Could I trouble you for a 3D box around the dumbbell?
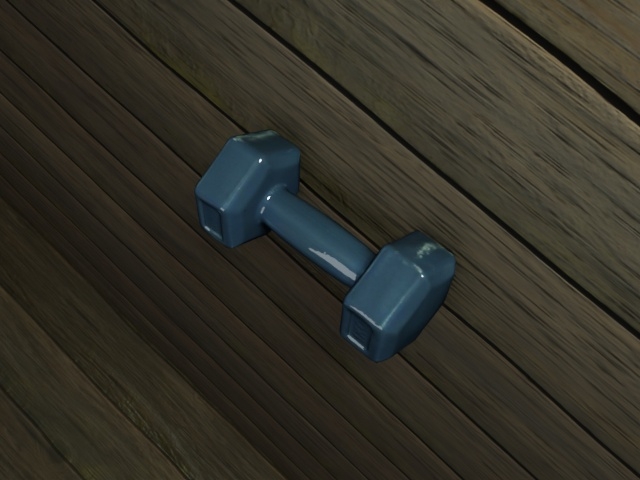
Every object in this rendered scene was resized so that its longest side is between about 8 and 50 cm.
[{"bbox_3d":[0.001,0.000,0.826,0.316,0.156,0.144,36,121,21],"label":"dumbbell"}]
